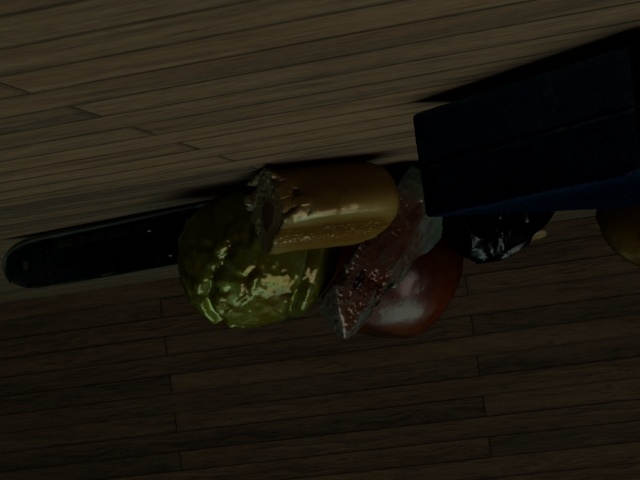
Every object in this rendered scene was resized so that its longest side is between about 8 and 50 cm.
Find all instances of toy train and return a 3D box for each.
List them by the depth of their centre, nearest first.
[{"bbox_3d":[-0.298,0.009,1.799,0.407,0.086,0.088,-9,-178,26],"label":"toy train"}]

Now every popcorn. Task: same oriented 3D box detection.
[{"bbox_3d":[-0.081,0.018,1.586,0.221,0.184,0.204,-11,141,-25],"label":"popcorn"}]

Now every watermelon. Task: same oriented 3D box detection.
[{"bbox_3d":[0.078,0.018,1.577,0.094,0.241,0.154,34,163,9],"label":"watermelon"}]

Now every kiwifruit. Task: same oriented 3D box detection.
[{"bbox_3d":[0.521,-0.050,1.752,0.234,0.196,0.196,-12,175,24],"label":"kiwifruit"}]

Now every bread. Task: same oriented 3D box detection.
[{"bbox_3d":[0.002,-0.047,1.451,0.173,0.085,0.134,-6,155,-20],"label":"bread"}]

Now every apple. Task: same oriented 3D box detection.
[{"bbox_3d":[0.099,0.034,1.775,0.230,0.230,0.230,-8,177,0],"label":"apple"}]

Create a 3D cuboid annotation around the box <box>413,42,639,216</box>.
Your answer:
[{"bbox_3d":[0.273,-0.094,1.070,0.279,0.116,0.261,-6,177,-37],"label":"box"}]

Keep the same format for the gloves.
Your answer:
[{"bbox_3d":[0.262,-0.054,1.685,0.203,0.164,0.124,-33,-157,-22],"label":"gloves"}]
